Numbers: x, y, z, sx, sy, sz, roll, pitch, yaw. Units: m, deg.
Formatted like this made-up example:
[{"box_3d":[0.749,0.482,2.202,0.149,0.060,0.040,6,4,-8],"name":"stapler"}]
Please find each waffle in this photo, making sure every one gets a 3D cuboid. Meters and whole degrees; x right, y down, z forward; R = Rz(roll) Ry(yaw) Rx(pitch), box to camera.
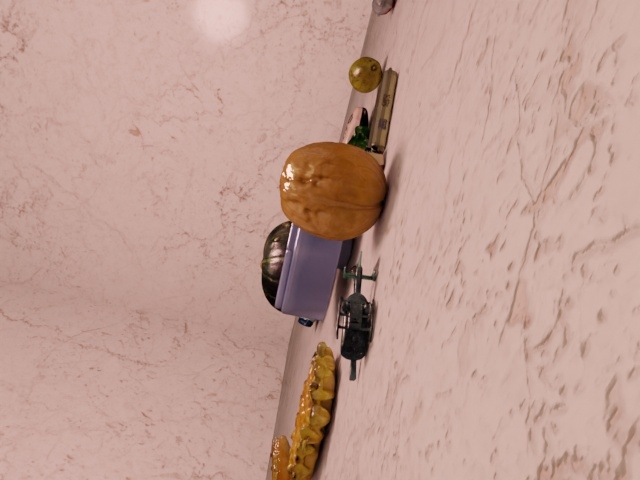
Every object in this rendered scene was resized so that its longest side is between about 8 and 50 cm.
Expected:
[{"box_3d":[-0.018,0.389,1.211,0.329,0.062,0.329,-166,90,-88],"name":"waffle"}]

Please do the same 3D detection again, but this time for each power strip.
[{"box_3d":[0.151,-0.315,1.310,0.092,0.034,0.267,109,173,-69],"name":"power strip"}]

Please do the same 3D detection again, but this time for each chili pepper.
[{"box_3d":[0.106,-0.254,1.498,0.253,0.084,0.099,-72,-2,-67],"name":"chili pepper"}]

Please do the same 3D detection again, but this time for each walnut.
[{"box_3d":[0.022,-0.101,1.080,0.195,0.222,0.195,-43,-39,-50],"name":"walnut"}]

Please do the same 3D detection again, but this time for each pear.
[{"box_3d":[0.142,-0.521,1.694,0.131,0.107,0.107,173,110,-74],"name":"pear"}]

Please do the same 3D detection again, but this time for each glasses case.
[{"box_3d":[0.097,-0.278,1.752,0.122,0.075,0.314,-77,1,-75],"name":"glasses case"}]

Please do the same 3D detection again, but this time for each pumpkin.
[{"box_3d":[-0.084,0.090,1.834,0.323,0.242,0.323,178,90,-83],"name":"pumpkin"}]

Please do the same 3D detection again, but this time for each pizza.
[{"box_3d":[-0.121,0.728,1.640,0.296,0.071,0.189,101,167,-45],"name":"pizza"}]

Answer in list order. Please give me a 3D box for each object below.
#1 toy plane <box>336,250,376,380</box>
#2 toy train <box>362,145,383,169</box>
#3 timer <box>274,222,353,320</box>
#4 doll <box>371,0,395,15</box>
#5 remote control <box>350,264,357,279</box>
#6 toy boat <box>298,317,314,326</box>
[{"box_3d":[0.065,0.120,0.942,0.096,0.060,0.234,80,-165,-62],"name":"toy plane"},{"box_3d":[0.110,-0.150,1.243,0.138,0.050,0.087,104,172,-50],"name":"toy train"},{"box_3d":[0.000,0.000,1.460,0.395,0.174,0.394,-167,90,-88],"name":"timer"},{"box_3d":[0.220,-0.818,1.836,0.102,0.075,0.227,-64,-2,33],"name":"doll"},{"box_3d":[0.078,0.078,1.192,0.091,0.016,0.034,-104,32,-82],"name":"remote control"},{"box_3d":[-0.002,0.188,2.045,0.220,0.067,0.291,147,147,-85],"name":"toy boat"}]
